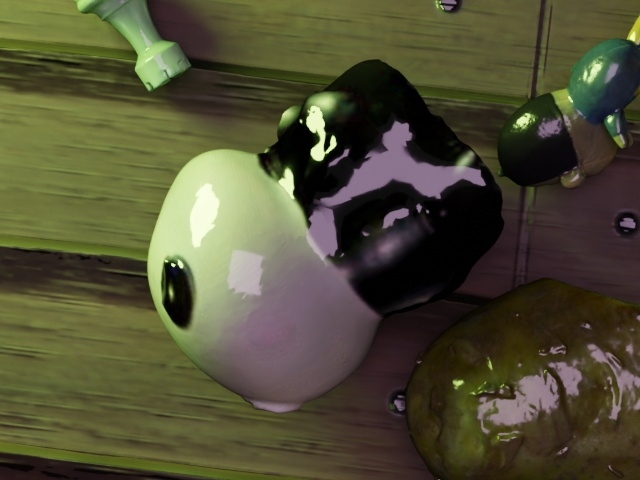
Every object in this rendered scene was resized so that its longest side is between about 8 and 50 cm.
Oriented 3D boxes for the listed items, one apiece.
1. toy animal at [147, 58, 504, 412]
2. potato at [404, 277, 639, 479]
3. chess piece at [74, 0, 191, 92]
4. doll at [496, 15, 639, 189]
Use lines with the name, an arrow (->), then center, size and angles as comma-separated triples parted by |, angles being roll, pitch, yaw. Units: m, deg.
toy animal -> -0.004, -0.004, 1.382 | 0.267, 0.212, 0.212 | -34, 85, 2
potato -> 0.211, 0.113, 1.395 | 0.298, 0.141, 0.176 | -9, 99, -6
chess piece -> -0.149, -0.175, 1.465 | 0.067, 0.067, 0.103 | -33, 95, -1
doll -> 0.214, -0.102, 1.429 | 0.179, 0.089, 0.102 | -36, 46, 17
